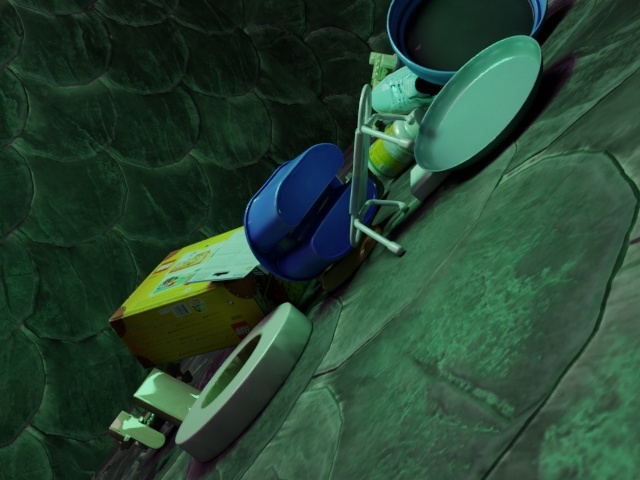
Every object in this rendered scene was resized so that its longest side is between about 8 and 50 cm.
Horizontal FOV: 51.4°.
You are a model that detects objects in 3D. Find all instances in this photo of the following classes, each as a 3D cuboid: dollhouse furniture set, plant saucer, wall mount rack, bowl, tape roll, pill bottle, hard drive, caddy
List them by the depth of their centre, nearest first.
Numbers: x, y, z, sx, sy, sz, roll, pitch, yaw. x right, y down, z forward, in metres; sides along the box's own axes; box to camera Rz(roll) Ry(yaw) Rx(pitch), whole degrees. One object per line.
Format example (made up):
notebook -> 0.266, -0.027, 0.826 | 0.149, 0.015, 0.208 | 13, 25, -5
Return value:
plant saucer -> 0.310, -0.257, 1.300 | 0.317, 0.044, 0.317 | -42, 27, 28
wall mount rack -> 0.127, -0.129, 1.345 | 0.304, 0.131, 0.350 | -60, -26, -67
hard drive -> 0.312, -0.227, 1.426 | 0.307, 0.040, 0.203 | -47, 8, 20
tape roll -> -0.168, 0.305, 1.461 | 0.392, 0.072, 0.392 | -48, 8, 9
caddy -> -0.027, -0.063, 1.549 | 0.179, 0.241, 0.341 | -33, 17, 51
plant saucer -> 0.066, 0.035, 1.572 | 0.200, 0.037, 0.200 | -48, 8, 9
bowl -> 0.365, -0.556, 1.666 | 0.391, 0.391, 0.077 | -50, -30, -8
pill bottle -> 0.228, -0.271, 1.857 | 0.208, 0.118, 0.117 | -43, 10, 45
dollhouse furniture set -> -0.446, 0.553, 1.936 | 0.303, 0.174, 0.355 | -56, -14, -43

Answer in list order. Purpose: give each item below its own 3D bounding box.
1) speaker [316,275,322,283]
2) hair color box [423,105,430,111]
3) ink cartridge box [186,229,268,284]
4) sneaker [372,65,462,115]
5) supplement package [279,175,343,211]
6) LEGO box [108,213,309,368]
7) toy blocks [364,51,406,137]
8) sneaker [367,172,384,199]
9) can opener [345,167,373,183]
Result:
speaker -> -0.030, 0.048, 1.682 | 0.055, 0.136, 0.055 | -49, 7, 8
hair color box -> 0.363, -0.480, 1.893 | 0.105, 0.174, 0.347 | -51, 7, -38
ink cartridge box -> -0.190, 0.046, 1.644 | 0.223, 0.045, 0.224 | -7, 32, 42
sneaker -> 0.262, -0.423, 1.797 | 0.366, 0.135, 0.150 | -10, 1, 42
supplement package -> -0.025, -0.088, 2.143 | 0.194, 0.149, 0.203 | -19, 27, 42
LEGO box -> -0.295, 0.139, 1.914 | 0.500, 0.193, 0.372 | -18, 23, 30
toy blocks -> 0.292, -0.468, 2.192 | 0.309, 0.260, 0.288 | -110, 29, -74
sneaker -> 0.080, -0.056, 1.787 | 0.300, 0.111, 0.121 | -52, -7, -43
can opener -> 0.175, -0.238, 2.273 | 0.283, 0.095, 0.076 | -47, -33, -31
